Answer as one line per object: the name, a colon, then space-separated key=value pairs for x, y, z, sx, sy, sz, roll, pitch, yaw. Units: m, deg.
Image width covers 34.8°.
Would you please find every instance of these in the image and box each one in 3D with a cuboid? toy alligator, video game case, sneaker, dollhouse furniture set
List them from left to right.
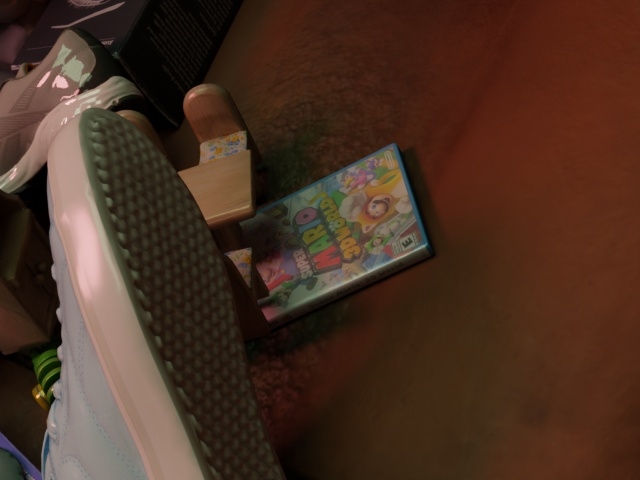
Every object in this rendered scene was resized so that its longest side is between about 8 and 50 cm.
sneaker: x=-0.277 y=-0.095 z=0.961 sx=0.271 sy=0.100 sz=0.108 roll=-34 pitch=80 yaw=27
toy alligator: x=-0.215 y=0.105 z=0.837 sx=0.056 sy=0.051 sz=0.189 roll=-42 pitch=44 yaw=-3
dollhouse furniture set: x=-0.172 y=-0.027 z=0.789 sx=0.242 sy=0.161 sz=0.212 roll=-17 pitch=42 yaw=10
sneaker: x=-0.126 y=0.104 z=0.628 sx=0.150 sy=0.135 sz=0.366 roll=-22 pitch=78 yaw=19
video game case: x=0.000 y=0.000 z=0.808 sx=0.166 sy=0.015 sz=0.119 roll=-26 pitch=45 yaw=14

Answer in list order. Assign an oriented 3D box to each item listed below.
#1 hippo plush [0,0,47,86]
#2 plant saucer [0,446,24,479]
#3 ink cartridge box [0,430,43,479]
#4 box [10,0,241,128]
hippo plush: x=-0.440 y=-0.234 z=1.118 sx=0.294 sy=0.234 sz=0.236 roll=-54 pitch=48 yaw=15
plant saucer: x=-0.267 y=0.198 z=0.731 sx=0.119 sy=0.021 sz=0.119 roll=-18 pitch=48 yaw=21
ink cartridge box: x=-0.318 y=0.282 z=0.754 sx=0.185 sy=0.065 sz=0.311 roll=25 pitch=74 yaw=44
box: x=-0.192 y=-0.222 z=1.047 sx=0.153 sy=0.108 sz=0.207 roll=3 pitch=58 yaw=34
